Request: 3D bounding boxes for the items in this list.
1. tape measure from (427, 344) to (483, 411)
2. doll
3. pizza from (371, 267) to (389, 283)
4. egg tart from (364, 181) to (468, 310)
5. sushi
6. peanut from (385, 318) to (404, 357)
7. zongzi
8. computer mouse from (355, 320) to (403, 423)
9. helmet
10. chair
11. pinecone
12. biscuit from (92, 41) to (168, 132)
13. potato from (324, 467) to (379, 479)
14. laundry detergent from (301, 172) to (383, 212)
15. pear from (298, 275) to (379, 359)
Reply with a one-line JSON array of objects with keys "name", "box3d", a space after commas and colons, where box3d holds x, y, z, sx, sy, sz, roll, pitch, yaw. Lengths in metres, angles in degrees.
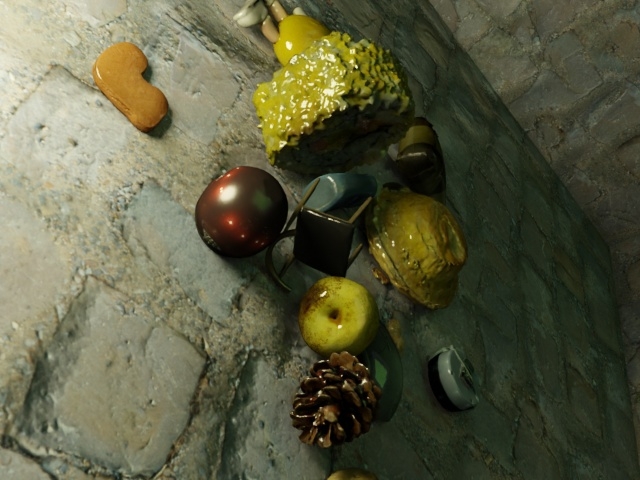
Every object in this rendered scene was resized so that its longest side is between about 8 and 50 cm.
[{"name": "tape measure", "box3d": [0.393, 0.406, 1.880, 0.182, 0.107, 0.181, 52, 29, -17]}, {"name": "doll", "box3d": [-0.077, -0.596, 1.960, 0.348, 0.161, 0.423, -34, 93, -42]}, {"name": "pizza", "box3d": [0.173, 0.104, 1.893, 0.083, 0.016, 0.037, 40, 36, -33]}, {"name": "egg tart", "box3d": [0.320, 0.000, 2.006, 0.443, 0.178, 0.443, 32, 42, -35]}, {"name": "sushi", "box3d": [0.051, -0.347, 1.731, 0.351, 0.396, 0.240, 15, 51, -51]}, {"name": "peanut", "box3d": [0.204, 0.271, 1.781, 0.054, 0.054, 0.113, 20, 56, -44]}, {"name": "zongzi", "box3d": [0.385, -0.258, 2.337, 0.289, 0.154, 0.318, -75, 146, -50]}, {"name": "computer mouse", "box3d": [0.145, 0.280, 1.674, 0.167, 0.090, 0.379, 25, 47, -42]}, {"name": "helmet", "box3d": [-0.173, -0.063, 1.440, 0.216, 0.193, 0.189, -43, 104, -11]}, {"name": "chair", "box3d": [0.000, 0.000, 1.579, 0.166, 0.188, 0.272, 21, 39, 16]}, {"name": "pinecone", "box3d": [0.028, 0.351, 1.404, 0.204, 0.179, 0.184, -13, 61, -43]}, {"name": "biscuit", "box3d": [-0.413, -0.353, 1.456, 0.192, 0.036, 0.186, 49, 35, -19]}, {"name": "potato", "box3d": [0.094, 0.558, 1.404, 0.243, 0.098, 0.138, 6, 60, -51]}, {"name": "laundry detergent", "box3d": [0.078, -0.134, 1.826, 0.290, 0.143, 0.094, -10, 69, -54]}, {"name": "pear", "box3d": [0.044, 0.183, 1.529, 0.197, 0.197, 0.197, 31, 45, -36]}]
